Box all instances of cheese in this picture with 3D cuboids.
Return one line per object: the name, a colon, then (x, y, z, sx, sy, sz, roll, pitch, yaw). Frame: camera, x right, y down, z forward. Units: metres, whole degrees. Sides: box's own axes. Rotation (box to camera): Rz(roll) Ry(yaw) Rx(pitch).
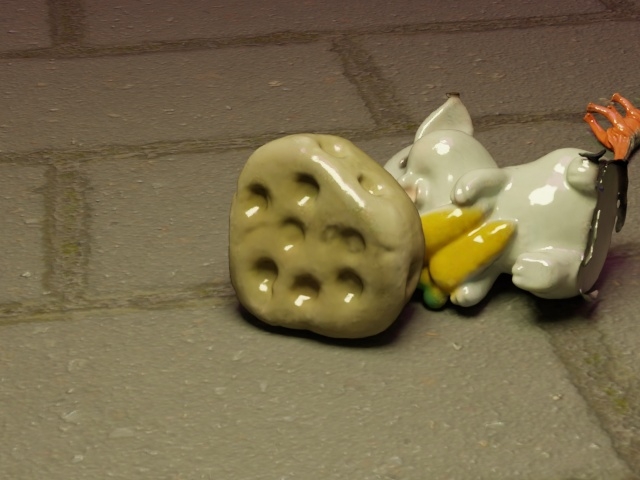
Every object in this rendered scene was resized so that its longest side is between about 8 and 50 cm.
cheese: (0.000, 0.000, 1.338, 0.218, 0.235, 0.117, -29, -3, 28)

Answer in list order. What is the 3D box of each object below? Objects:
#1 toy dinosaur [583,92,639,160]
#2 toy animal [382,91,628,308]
toy dinosaur: (0.413, -0.154, 1.727, 0.101, 0.055, 0.280, 42, 43, 19)
toy animal: (0.189, -0.045, 1.430, 0.310, 0.182, 0.247, 13, 27, 31)
